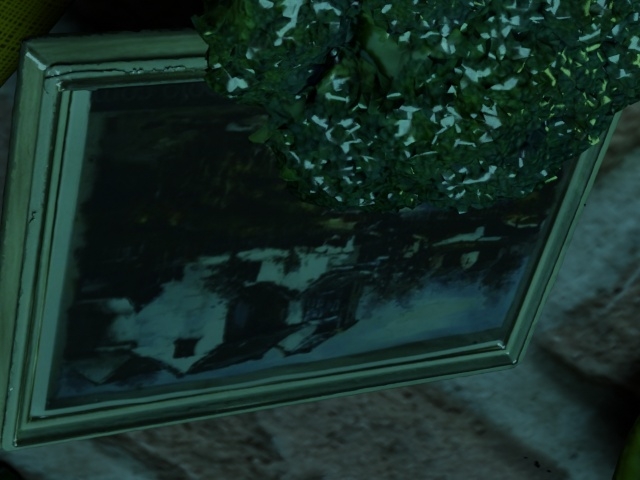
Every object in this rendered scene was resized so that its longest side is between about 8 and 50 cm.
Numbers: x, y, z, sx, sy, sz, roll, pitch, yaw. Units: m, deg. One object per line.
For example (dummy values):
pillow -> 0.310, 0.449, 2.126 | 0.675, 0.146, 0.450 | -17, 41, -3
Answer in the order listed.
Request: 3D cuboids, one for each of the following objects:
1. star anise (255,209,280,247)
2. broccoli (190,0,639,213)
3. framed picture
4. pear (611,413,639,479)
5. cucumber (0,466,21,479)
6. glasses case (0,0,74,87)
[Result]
star anise -> -0.041, -0.006, 0.762 | 0.157, 0.053, 0.212 | -24, 127, 15
broccoli -> 0.023, -0.135, 0.558 | 0.270, 0.270, 0.270 | 21, 135, 24
framed picture -> 0.000, 0.000, 0.732 | 0.296, 0.019, 0.232 | -7, 134, -24
pear -> 0.273, 0.155, 0.806 | 0.255, 0.238, 0.164 | -33, 131, 19
cucumber -> -0.209, 0.178, 0.898 | 0.115, 0.062, 0.116 | -30, 134, 21
glasses case -> -0.185, -0.070, 0.688 | 0.079, 0.064, 0.234 | 28, 122, -34
